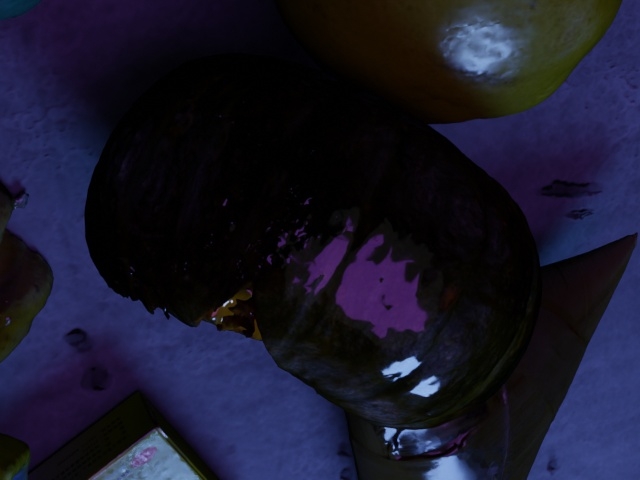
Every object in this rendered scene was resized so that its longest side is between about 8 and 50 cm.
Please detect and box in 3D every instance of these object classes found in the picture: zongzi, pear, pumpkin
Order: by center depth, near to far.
[{"bbox_3d":[0.075,-0.229,0.852,0.253,0.253,0.307,-25,110,-11],"label":"pear"},{"bbox_3d":[0.000,0.000,0.892,0.320,0.320,0.192,31,88,-32],"label":"pumpkin"},{"bbox_3d":[0.168,0.159,1.145,0.300,0.145,0.274,-25,126,-18],"label":"zongzi"}]

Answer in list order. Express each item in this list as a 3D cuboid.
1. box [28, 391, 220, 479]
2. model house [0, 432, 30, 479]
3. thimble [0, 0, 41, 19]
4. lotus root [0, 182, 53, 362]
[{"bbox_3d":[-0.197,0.269,1.081,0.260,0.062,0.175,-37,123,-2],"label":"box"},{"bbox_3d":[-0.336,0.224,0.871,0.237,0.215,0.303,18,89,1],"label":"model house"},{"bbox_3d":[-0.215,-0.264,0.695,0.167,0.254,0.288,-44,123,0],"label":"thimble"},{"bbox_3d":[-0.283,0.045,0.926,0.183,0.078,0.203,33,97,-33],"label":"lotus root"}]
